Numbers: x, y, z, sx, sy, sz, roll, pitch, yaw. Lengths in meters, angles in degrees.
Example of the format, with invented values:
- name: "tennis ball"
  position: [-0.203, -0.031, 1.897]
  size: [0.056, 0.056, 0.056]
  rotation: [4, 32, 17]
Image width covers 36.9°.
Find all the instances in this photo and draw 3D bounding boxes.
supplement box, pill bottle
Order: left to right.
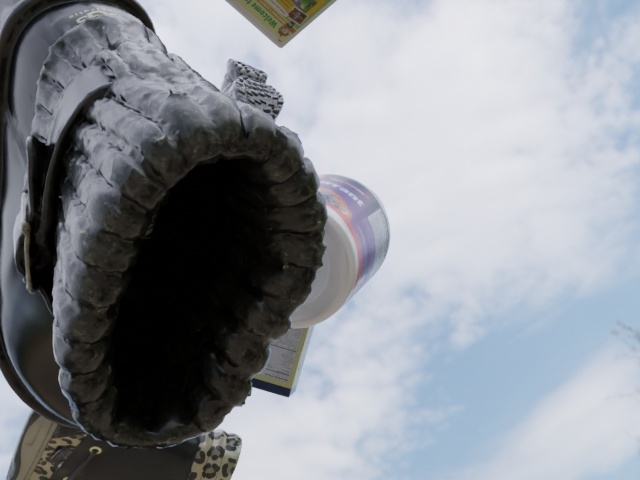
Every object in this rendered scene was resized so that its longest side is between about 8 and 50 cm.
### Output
- name: "supplement box"
  position: [-0.042, 0.100, 0.917]
  size: [0.083, 0.056, 0.083]
  rotation: [52, -126, -84]
- name: "pill bottle"
  position: [0.000, 0.000, 0.825]
  size: [0.108, 0.108, 0.193]
  rotation: [-45, -3, 19]

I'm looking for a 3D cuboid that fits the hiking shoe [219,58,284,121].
- name: "hiking shoe"
  position: [-0.118, -0.195, 1.481]
  size: [0.086, 0.227, 0.114]
  rotation: [17, -67, -17]

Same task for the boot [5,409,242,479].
- name: "boot"
  position: [-0.181, 0.213, 0.849]
  size: [0.178, 0.085, 0.236]
  rotation: [20, -45, -8]

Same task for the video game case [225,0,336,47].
- name: "video game case"
  position: [-0.038, -0.333, 1.060]
  size: [0.193, 0.023, 0.212]
  rotation: [-38, -40, 16]

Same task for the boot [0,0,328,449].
- name: "boot"
  position: [-0.112, 0.038, 0.551]
  size: [0.131, 0.260, 0.348]
  rotation: [-16, -51, -25]
